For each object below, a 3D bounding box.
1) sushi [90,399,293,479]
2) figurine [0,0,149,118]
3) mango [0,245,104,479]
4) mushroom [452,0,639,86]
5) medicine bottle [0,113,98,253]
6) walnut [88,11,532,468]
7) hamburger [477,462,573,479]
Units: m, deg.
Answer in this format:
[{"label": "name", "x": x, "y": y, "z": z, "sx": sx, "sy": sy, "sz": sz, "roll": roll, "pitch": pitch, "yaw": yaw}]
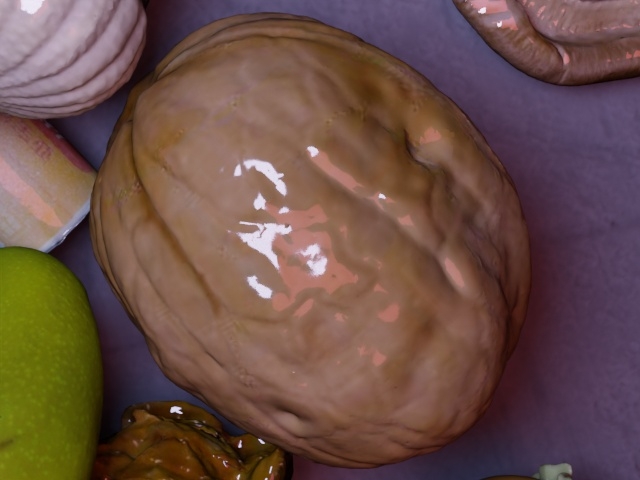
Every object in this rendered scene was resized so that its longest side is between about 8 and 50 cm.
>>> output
[{"label": "sushi", "x": -0.131, "y": 0.206, "z": 1.185, "sx": 0.213, "sy": 0.200, "sz": 0.204, "roll": 18, "pitch": 92, "yaw": -14}, {"label": "figurine", "x": -0.129, "y": -0.212, "z": 1.059, "sx": 0.332, "sy": 0.185, "sz": 0.204, "roll": -33, "pitch": 66, "yaw": -6}, {"label": "mango", "x": -0.214, "y": 0.126, "z": 1.057, "sx": 0.175, "sy": 0.293, "sz": 0.143, "roll": -25, "pitch": 130, "yaw": 38}, {"label": "mushroom", "x": 0.198, "y": -0.162, "z": 1.254, "sx": 0.210, "sy": 0.072, "sz": 0.094, "roll": -8, "pitch": 100, "yaw": -7}, {"label": "medicine bottle", "x": -0.320, "y": -0.158, "z": 1.130, "sx": 0.108, "sy": 0.108, "sz": 0.426, "roll": -43, "pitch": 108, "yaw": -2}, {"label": "walnut", "x": -0.002, "y": 0.001, "z": 1.133, "sx": 0.313, "sy": 0.277, "sz": 0.252, "roll": 39, "pitch": 92, "yaw": -18}, {"label": "hamburger", "x": 0.140, "y": 0.294, "z": 1.229, "sx": 0.212, "sy": 0.274, "sz": 0.274, "roll": 28, "pitch": 93, "yaw": -5}]
